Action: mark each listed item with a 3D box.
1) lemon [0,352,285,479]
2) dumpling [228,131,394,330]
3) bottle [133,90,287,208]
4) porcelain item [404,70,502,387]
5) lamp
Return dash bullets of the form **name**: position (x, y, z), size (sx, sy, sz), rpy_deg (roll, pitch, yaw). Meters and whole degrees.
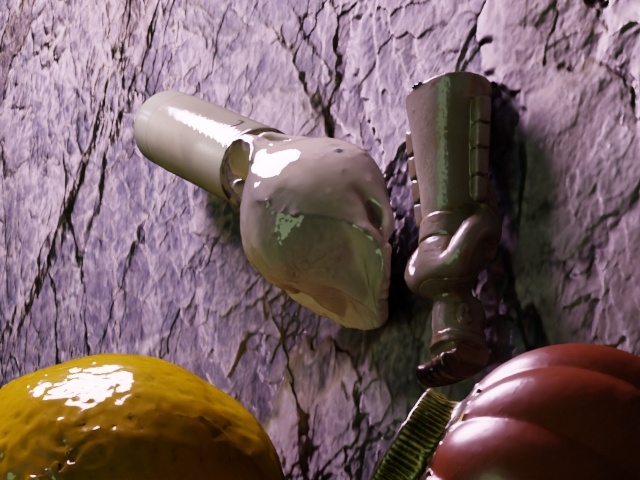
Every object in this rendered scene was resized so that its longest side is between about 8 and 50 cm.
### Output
- **lemon**: position (-0.156, 0.216, 1.475), size (0.293, 0.293, 0.293), rpy_deg (-28, 57, 55)
- **dumpling**: position (-0.002, 0.002, 1.449), size (0.181, 0.111, 0.155), rpy_deg (-102, 4, -47)
- **bottle**: position (-0.092, -0.079, 1.657), size (0.201, 0.072, 0.072), rpy_deg (27, 105, 60)
- **porcelain item**: position (0.091, -0.005, 1.320), size (0.084, 0.054, 0.213), rpy_deg (-35, 51, 56)
- **lamp**: position (0.123, 0.161, 1.063), size (0.223, 0.197, 0.223), rpy_deg (-58, -7, -12)
